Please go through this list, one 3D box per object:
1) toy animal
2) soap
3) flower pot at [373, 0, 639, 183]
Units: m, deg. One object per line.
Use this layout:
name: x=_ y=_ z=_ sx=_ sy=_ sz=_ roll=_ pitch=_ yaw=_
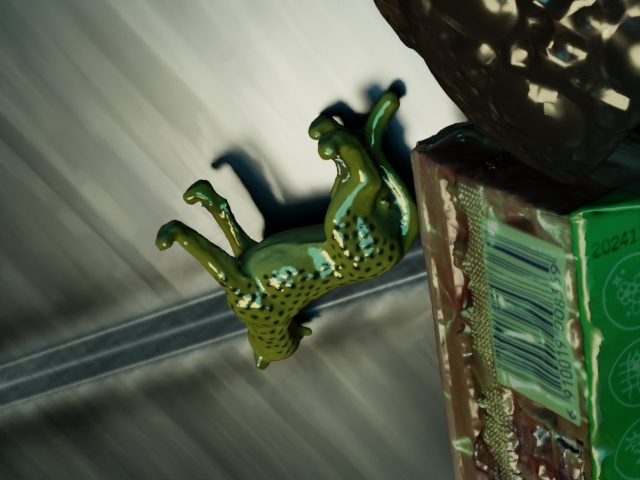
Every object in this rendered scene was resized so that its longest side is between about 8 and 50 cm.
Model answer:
toy animal: x=0.000 y=0.000 z=0.706 sx=0.181 sy=0.073 sz=0.136 roll=-29 pitch=115 yaw=17
soap: x=0.137 y=0.069 z=0.618 sx=0.098 sy=0.218 sz=0.273 roll=-18 pitch=113 yaw=-18
flower pot: x=0.079 y=-0.200 z=0.455 sx=0.267 sy=0.266 sz=0.266 roll=38 pitch=124 yaw=8
